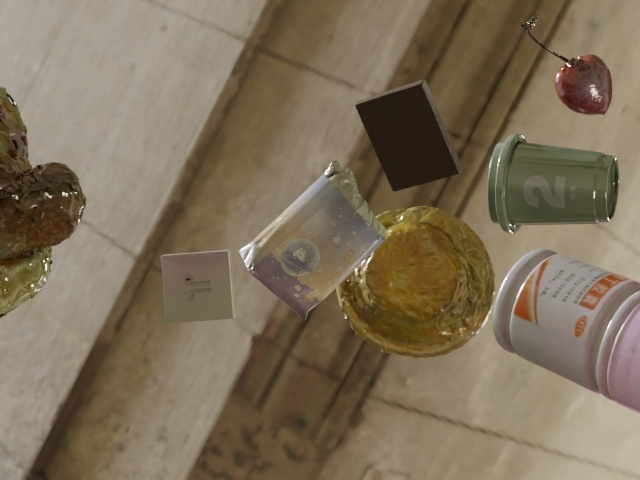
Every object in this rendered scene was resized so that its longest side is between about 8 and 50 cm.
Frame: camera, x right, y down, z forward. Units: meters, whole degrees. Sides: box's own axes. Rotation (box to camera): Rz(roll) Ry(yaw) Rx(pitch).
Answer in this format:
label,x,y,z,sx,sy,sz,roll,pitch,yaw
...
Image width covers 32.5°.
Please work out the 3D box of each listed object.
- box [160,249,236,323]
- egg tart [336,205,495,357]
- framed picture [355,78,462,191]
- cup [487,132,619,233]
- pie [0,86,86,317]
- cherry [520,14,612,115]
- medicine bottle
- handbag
label,x,y,z,sx,sy,sz,roll,pitch,yaw
box,-0.231,0.087,2.088,0.129,0.130,0.051,-4,0,2
egg tart,0.178,0.073,2.100,0.319,0.319,0.128,28,-4,11
framed picture,0.147,-0.173,1.831,0.168,0.128,0.023,64,31,-19
cup,0.273,-0.062,1.284,0.141,0.120,0.120,7,-6,22
pie,-0.475,-0.045,1.125,0.395,0.180,0.418,-22,40,-28
cherry,0.463,-0.327,2.020,0.225,0.107,0.090,59,-3,-2
medicine bottle,0.472,0.152,1.853,0.315,0.202,0.202,24,0,41
handbag,0.000,0.000,1.317,0.117,0.173,0.095,43,4,-36
